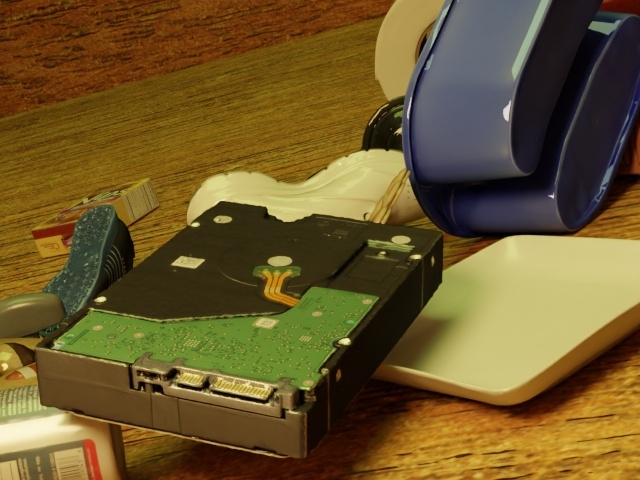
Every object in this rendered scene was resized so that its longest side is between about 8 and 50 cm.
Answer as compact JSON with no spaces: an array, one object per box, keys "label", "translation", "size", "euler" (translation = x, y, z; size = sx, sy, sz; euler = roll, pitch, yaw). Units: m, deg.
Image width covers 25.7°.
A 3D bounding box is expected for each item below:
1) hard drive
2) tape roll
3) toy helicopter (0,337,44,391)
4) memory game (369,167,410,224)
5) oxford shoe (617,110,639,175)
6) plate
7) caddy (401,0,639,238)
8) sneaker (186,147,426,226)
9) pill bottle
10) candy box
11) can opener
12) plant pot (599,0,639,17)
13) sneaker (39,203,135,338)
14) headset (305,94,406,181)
[{"label":"hard drive","translation":[-0.054,0.063,1.201],"size":[0.237,0.064,0.339],"euler":[8,24,20]},{"label":"tape roll","translation":[0.208,-0.281,2.037],"size":[0.246,0.246,0.169],"euler":[-14,16,14]},{"label":"toy helicopter","translation":[-0.233,0.135,1.386],"size":[0.355,0.140,0.235],"euler":[0,12,20]},{"label":"memory game","translation":[0.042,0.006,1.438],"size":[0.186,0.012,0.186],"euler":[-60,1,1]},{"label":"oxford shoe","translation":[0.486,-0.139,1.527],"size":[0.397,0.140,0.146],"euler":[-14,-24,42]},{"label":"plate","translation":[0.171,0.070,1.237],"size":[0.278,0.045,0.277],"euler":[-28,17,-31]},{"label":"caddy","translation":[0.212,-0.162,1.529],"size":[0.179,0.241,0.341],"euler":[6,62,41]},{"label":"sneaker","translation":[0.005,-0.017,1.570],"size":[0.297,0.111,0.129],"euler":[-12,44,-11]},{"label":"pill bottle","translation":[-0.260,0.178,1.181],"size":[0.180,0.108,0.108],"euler":[-9,15,-3]},{"label":"candy box","translation":[-0.347,-0.036,2.177],"size":[0.109,0.053,0.186],"euler":[-9,16,31]},{"label":"can opener","translation":[-0.245,0.086,1.583],"size":[0.280,0.093,0.074],"euler":[-16,14,-11]},{"label":"plant pot","translation":[0.429,-0.350,1.944],"size":[0.267,0.236,0.267],"euler":[-18,49,-2]},{"label":"sneaker","translation":[-0.281,0.059,1.744],"size":[0.081,0.090,0.232],"euler":[-10,38,23]},{"label":"headset","translation":[0.165,-0.114,1.796],"size":[0.394,0.185,0.243],"euler":[-25,4,37]}]
